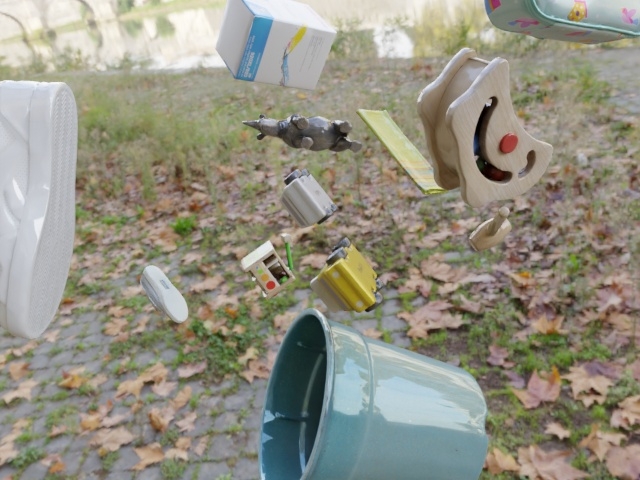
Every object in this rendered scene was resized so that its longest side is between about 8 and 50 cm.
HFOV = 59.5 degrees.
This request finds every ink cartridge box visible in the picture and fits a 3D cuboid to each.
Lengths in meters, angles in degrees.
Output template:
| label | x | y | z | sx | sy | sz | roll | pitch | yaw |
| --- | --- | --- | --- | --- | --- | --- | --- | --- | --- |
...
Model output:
| label | x | y | z | sx | sy | sz | roll | pitch | yaw |
| --- | --- | --- | --- | --- | --- | --- | --- | --- | --- |
| ink cartridge box | -0.115 | -0.504 | 1.414 | 0.233 | 0.168 | 0.171 | -1 | 43 | -33 |

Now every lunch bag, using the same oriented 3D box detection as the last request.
| label | x | y | z | sx | sy | sz | roll | pitch | yaw |
| --- | --- | --- | --- | --- | --- | --- | --- | --- | --- |
| lunch bag | 0.365 | -0.406 | 0.797 | 0.279 | 0.224 | 0.108 | -2 | 12 | -27 |

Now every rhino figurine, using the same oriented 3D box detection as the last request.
| label | x | y | z | sx | sy | sz | roll | pitch | yaw |
| --- | --- | --- | --- | --- | --- | --- | --- | --- | --- |
| rhino figurine | -0.041 | -0.224 | 1.158 | 0.243 | 0.073 | 0.106 | 4 | 12 | -16 |

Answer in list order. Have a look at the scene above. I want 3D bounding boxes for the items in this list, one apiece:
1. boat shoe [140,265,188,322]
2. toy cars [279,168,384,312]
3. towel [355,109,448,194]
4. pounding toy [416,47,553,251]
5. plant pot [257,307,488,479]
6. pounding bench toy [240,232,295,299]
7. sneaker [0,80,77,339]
| label | x | y | z | sx | sy | sz | roll | pitch | yaw |
| --- | --- | --- | --- | --- | --- | --- | --- | --- | --- |
| boat shoe | -0.513 | 0.187 | 1.824 | 0.227 | 0.081 | 0.079 | 51 | 32 | 19 |
| toy cars | 0.000 | 0.000 | 0.948 | 0.087 | 0.176 | 0.393 | -38 | 44 | 10 |
| towel | 0.171 | -0.187 | 1.156 | 0.102 | 0.021 | 0.237 | -8 | 56 | -50 |
| pounding toy | 0.251 | -0.115 | 0.756 | 0.154 | 0.269 | 0.155 | -32 | 38 | -10 |
| plant pot | 0.098 | 0.326 | 1.026 | 0.334 | 0.341 | 0.341 | 15 | 20 | -17 |
| pounding bench toy | -0.063 | 0.037 | 0.821 | 0.083 | 0.065 | 0.052 | -36 | 18 | -2 |
| sneaker | -0.381 | -0.038 | 0.639 | 0.169 | 0.292 | 0.108 | 4 | -1 | -4 |
